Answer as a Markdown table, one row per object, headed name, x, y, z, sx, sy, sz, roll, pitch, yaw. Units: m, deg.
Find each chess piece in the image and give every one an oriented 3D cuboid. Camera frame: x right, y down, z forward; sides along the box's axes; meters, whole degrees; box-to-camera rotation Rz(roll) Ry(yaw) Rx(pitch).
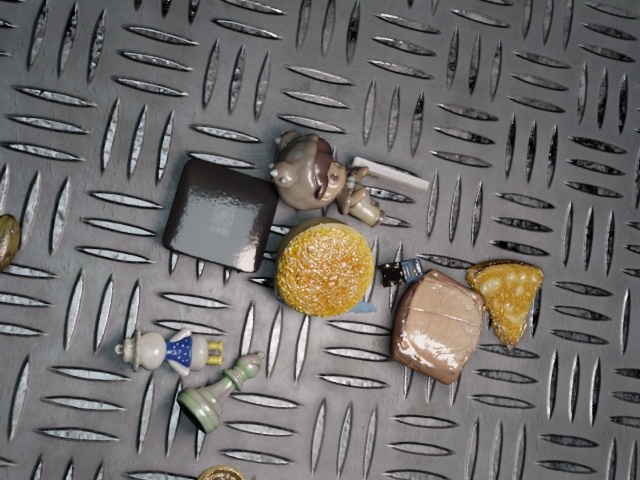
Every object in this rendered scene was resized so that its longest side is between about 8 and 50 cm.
| name | x | y | z | sx | sy | sz | roll | pitch | yaw |
| --- | --- | --- | --- | --- | --- | --- | --- | --- | --- |
| chess piece | -0.259 | 0.403 | 1.887 | 0.272 | 0.139 | 0.139 | -40 | 94 | -25 |

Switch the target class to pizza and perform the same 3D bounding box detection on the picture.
| name | x | y | z | sx | sy | sz | roll | pitch | yaw |
| --- | --- | --- | --- | --- | --- | --- | --- | --- | --- |
| pizza | 0.616 | 0.178 | 2.145 | 0.251 | 0.074 | 0.287 | -23 | 91 | -15 |

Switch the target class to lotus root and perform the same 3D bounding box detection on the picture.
| name | x | y | z | sx | sy | sz | roll | pitch | yaw |
| --- | --- | --- | --- | --- | --- | --- | --- | --- | --- |
| lotus root | -0.854 | 0.015 | 1.791 | 0.089 | 0.080 | 0.179 | 19 | 75 | 2 |

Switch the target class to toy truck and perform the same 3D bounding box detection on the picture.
| name | x | y | z | sx | sy | sz | roll | pitch | yaw |
| --- | --- | --- | --- | --- | --- | --- | --- | --- | --- |
| toy truck | 0.233 | 0.096 | 1.991 | 0.088 | 0.202 | 0.074 | -14 | 87 | -19 |

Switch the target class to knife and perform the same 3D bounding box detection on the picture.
| name | x | y | z | sx | sy | sz | roll | pitch | yaw |
| --- | --- | --- | --- | --- | --- | --- | --- | --- | --- |
| knife | 0.023 | 0.193 | 2.025 | 0.313 | 0.019 | 0.044 | 5 | 91 | -14 |

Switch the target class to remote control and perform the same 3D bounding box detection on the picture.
| name | x | y | z | sx | sy | sz | roll | pitch | yaw |
| --- | --- | --- | --- | --- | --- | --- | --- | --- | --- |
| remote control | 0.206 | -0.198 | 2.067 | 0.250 | 0.103 | 0.034 | 17 | 83 | -11 |

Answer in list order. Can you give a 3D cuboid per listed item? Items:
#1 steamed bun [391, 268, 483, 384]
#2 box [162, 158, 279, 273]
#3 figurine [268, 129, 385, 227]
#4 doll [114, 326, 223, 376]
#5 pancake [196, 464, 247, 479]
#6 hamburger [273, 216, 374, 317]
| name | x | y | z | sx | sy | sz | roll | pitch | yaw |
| --- | --- | --- | --- | --- | --- | --- | --- | --- | --- |
| steamed bun | 0.342 | 0.262 | 2.013 | 0.251 | 0.199 | 0.301 | 23 | 69 | 6 |
| box | -0.285 | -0.068 | 1.947 | 0.290 | 0.073 | 0.289 | 17 | 80 | -11 |
| figurine | 0.017 | -0.166 | 1.972 | 0.380 | 0.203 | 0.248 | 29 | 43 | -19 |
| doll | -0.417 | 0.307 | 1.858 | 0.293 | 0.119 | 0.138 | 5 | 75 | -19 |
| pancake | -0.278 | 0.708 | 1.889 | 0.158 | 0.028 | 0.158 | 1 | 85 | -11 |
| hamburger | 0.011 | 0.078 | 1.904 | 0.302 | 0.170 | 0.302 | -7 | 122 | -12 |
